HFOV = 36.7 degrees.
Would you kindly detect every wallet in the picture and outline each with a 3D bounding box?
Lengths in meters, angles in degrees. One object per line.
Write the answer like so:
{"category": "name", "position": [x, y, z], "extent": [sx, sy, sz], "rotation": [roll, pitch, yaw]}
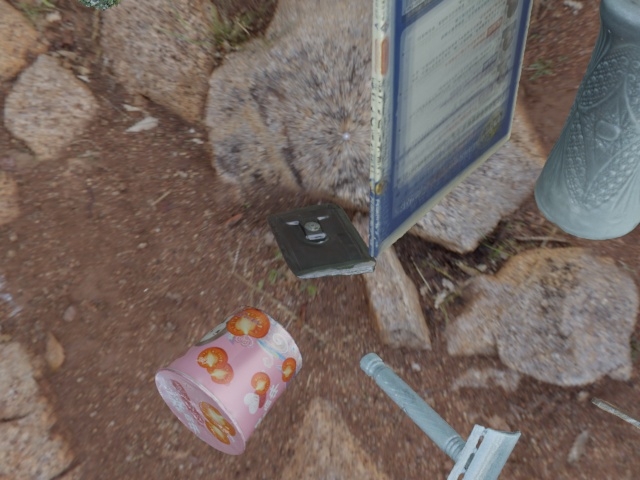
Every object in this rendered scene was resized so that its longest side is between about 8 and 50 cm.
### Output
{"category": "wallet", "position": [0.000, 0.000, 1.871], "extent": [0.169, 0.245, 0.052], "rotation": [-5, 120, -16]}

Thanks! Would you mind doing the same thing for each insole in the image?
{"category": "insole", "position": [0.417, 0.237, 1.088], "extent": [0.248, 0.081, 0.011], "rotation": [27, 94, 38]}

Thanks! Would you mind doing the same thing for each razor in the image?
{"category": "razor", "position": [0.111, 0.194, 1.066], "extent": [0.068, 0.232, 0.106], "rotation": [15, 105, -38]}

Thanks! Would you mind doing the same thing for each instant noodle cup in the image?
{"category": "instant noodle cup", "position": [-0.179, 0.282, 2.007], "extent": [0.243, 0.243, 0.231], "rotation": [47, 59, -3]}

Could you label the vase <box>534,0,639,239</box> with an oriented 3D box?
{"category": "vase", "position": [0.236, -0.106, 0.762], "extent": [0.096, 0.096, 0.219], "rotation": [3, 140, 1]}

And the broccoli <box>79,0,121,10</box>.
{"category": "broccoli", "position": [-0.316, -0.550, 1.470], "extent": [0.221, 0.252, 0.361], "rotation": [14, 72, 29]}

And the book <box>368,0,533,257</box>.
{"category": "book", "position": [0.115, -0.155, 0.832], "extent": [0.018, 0.322, 0.228], "rotation": [33, 55, 27]}
